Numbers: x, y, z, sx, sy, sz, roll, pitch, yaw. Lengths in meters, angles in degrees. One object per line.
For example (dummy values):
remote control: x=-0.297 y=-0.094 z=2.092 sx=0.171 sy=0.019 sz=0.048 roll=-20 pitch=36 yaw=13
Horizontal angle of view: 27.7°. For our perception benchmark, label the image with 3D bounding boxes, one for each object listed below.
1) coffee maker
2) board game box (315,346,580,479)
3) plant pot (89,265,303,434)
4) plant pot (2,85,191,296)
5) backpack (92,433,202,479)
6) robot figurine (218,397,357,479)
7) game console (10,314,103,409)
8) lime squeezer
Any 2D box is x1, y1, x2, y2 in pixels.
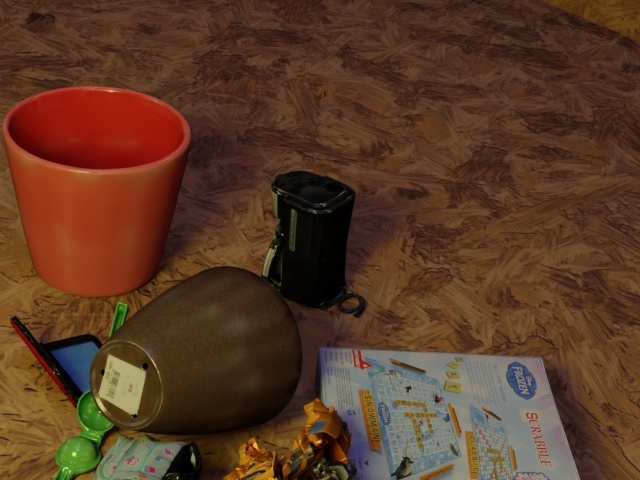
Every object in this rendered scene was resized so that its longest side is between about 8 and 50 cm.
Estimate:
coffee maker: x=0.000 y=0.000 z=1.964 sx=0.171 sy=0.178 sz=0.120 roll=13 pitch=34 yaw=9
board game box: x=0.159 y=0.263 z=1.686 sx=0.318 sy=0.065 sz=0.318 roll=3 pitch=32 yaw=-5
plant pot: x=-0.172 y=0.154 z=1.600 sx=0.215 sy=0.215 sz=0.230 roll=24 pitch=18 yaw=25
plant pot: x=-0.334 y=-0.067 z=1.945 sx=0.275 sy=0.243 sz=0.275 roll=5 pitch=33 yaw=-3
backpack: x=-0.204 y=0.296 z=1.501 sx=0.115 sy=0.151 sz=0.182 roll=15 pitch=23 yaw=3
robot figurine: x=-0.056 y=0.277 z=1.472 sx=0.211 sy=0.085 sz=0.291 roll=-33 pitch=2 yaw=12
game console: x=-0.334 y=0.153 z=1.754 sx=0.085 sy=0.124 sz=0.144 roll=-37 pitch=47 yaw=-14
lime squeezer: x=-0.290 y=0.237 z=1.620 sx=0.059 sy=0.110 sz=0.310 roll=23 pitch=64 yaw=-4
